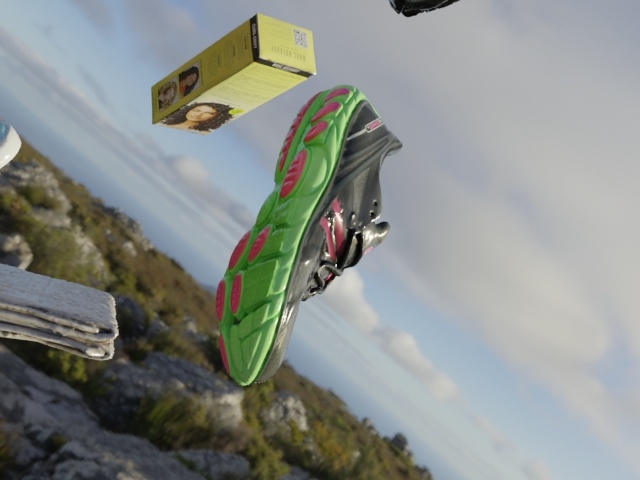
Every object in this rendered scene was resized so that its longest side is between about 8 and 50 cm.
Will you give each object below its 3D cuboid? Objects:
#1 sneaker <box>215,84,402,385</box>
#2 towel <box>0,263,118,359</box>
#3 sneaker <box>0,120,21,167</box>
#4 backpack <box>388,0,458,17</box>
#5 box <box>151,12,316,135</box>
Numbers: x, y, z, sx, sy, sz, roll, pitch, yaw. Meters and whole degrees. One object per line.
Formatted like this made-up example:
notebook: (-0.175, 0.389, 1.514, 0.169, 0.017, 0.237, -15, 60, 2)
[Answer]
sneaker: (0.000, 0.000, 1.230, 0.202, 0.483, 0.185, 31, -15, -25)
towel: (-0.331, 0.078, 0.962, 0.187, 0.049, 0.282, 18, 0, -15)
sneaker: (-0.643, -0.157, 1.221, 0.150, 0.365, 0.135, 84, 0, -47)
backpack: (0.128, -0.290, 0.705, 0.117, 0.173, 0.158, -60, 136, -84)
box: (-0.113, -0.195, 1.007, 0.087, 0.058, 0.232, 6, -18, -40)
